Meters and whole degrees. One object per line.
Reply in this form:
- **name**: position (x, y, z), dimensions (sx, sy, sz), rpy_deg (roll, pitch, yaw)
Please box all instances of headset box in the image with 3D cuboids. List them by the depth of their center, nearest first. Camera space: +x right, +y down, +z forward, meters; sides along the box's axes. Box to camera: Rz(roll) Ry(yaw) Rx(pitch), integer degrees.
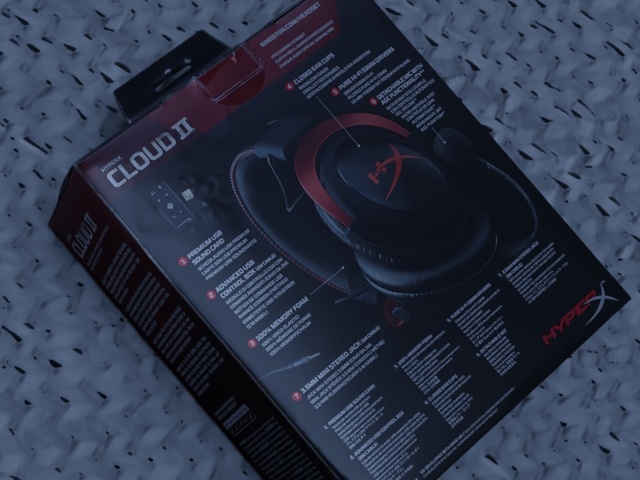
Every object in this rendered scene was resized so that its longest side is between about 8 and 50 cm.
- **headset box**: position (0.000, 0.000, 1.002), dimensions (0.218, 0.110, 0.293), rpy_deg (-40, 87, -25)
